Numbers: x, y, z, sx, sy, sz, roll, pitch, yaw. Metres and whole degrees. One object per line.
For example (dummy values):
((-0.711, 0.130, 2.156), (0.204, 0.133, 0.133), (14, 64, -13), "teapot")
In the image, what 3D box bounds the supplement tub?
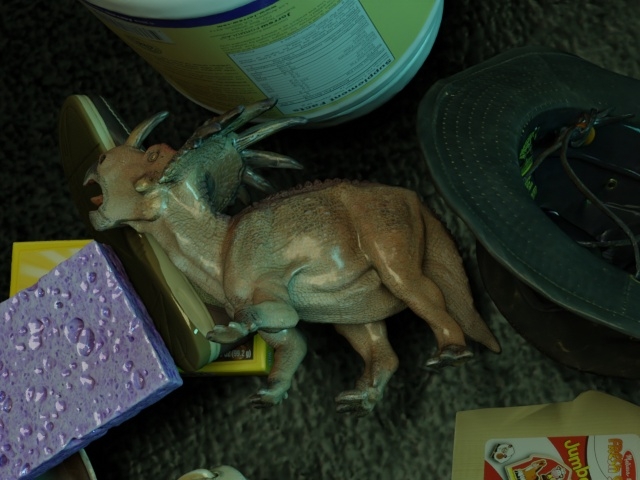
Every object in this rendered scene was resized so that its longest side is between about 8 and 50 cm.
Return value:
((-0.044, -0.215, 1.007), (0.241, 0.331, 0.241), (-3, 78, 14), "supplement tub")

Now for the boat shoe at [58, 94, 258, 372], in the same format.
((-0.116, -0.012, 1.094), (0.073, 0.080, 0.223), (-19, 70, -32), "boat shoe")

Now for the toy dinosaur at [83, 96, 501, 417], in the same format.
((0.000, 0.000, 1.011), (0.296, 0.127, 0.200), (6, 61, -19), "toy dinosaur")

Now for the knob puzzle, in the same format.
((0.182, 0.186, 0.996), (0.213, 0.030, 0.213), (-9, 49, 11), "knob puzzle")

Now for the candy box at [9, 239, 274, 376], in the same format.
((-0.135, 0.049, 1.133), (0.206, 0.027, 0.105), (-3, 73, 14), "candy box")

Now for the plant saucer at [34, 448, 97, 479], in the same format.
((-0.294, 0.237, 1.122), (0.311, 0.050, 0.310), (-3, 78, 14), "plant saucer")

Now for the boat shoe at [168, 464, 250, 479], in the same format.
((-0.074, 0.215, 1.025), (0.341, 0.121, 0.110), (12, 60, -2), "boat shoe")

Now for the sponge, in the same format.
((-0.209, 0.103, 1.073), (0.210, 0.031, 0.117), (-33, 75, 13), "sponge")

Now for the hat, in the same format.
((0.201, 0.014, 0.983), (0.331, 0.331, 0.134), (33, 127, 18), "hat")
